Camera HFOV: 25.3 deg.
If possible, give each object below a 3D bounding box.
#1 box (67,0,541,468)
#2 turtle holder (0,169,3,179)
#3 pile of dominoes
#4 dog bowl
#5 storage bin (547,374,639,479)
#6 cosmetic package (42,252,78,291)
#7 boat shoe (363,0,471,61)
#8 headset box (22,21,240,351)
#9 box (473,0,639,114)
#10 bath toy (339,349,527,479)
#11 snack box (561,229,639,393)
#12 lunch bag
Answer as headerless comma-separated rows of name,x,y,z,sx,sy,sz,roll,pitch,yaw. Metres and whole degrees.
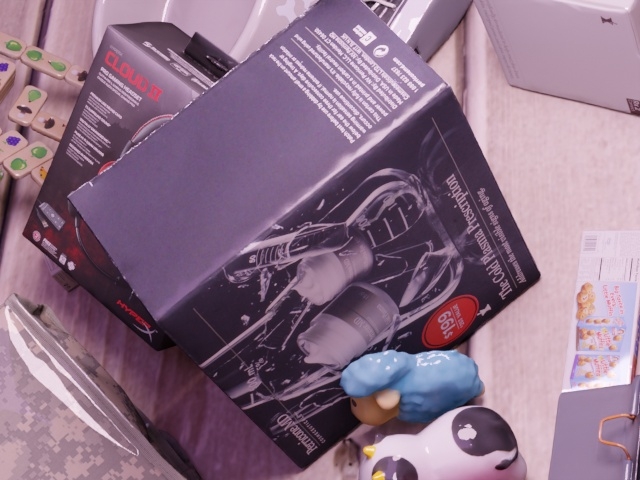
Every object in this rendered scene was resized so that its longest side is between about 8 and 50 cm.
box,0.000,0.000,1.328,0.312,0.343,0.179,-38,53,-2
turtle holder,-0.567,-0.105,1.716,0.243,0.227,0.320,-45,53,-6
pile of dominoes,-0.333,-0.158,1.654,0.251,0.040,0.196,23,49,0
dog bowl,-0.127,-0.268,1.610,0.349,0.102,0.348,-16,66,39
storage bin,0.253,0.188,1.261,0.091,0.098,0.135,-7,57,32
cosmetic package,-0.259,0.000,1.630,0.115,0.041,0.060,-31,53,4
boat shoe,0.071,-0.235,1.587,0.105,0.113,0.306,33,86,21
headset box,-0.155,-0.071,1.468,0.218,0.110,0.293,38,116,22
box,0.271,-0.237,1.455,0.182,0.181,0.119,18,68,31
bath toy,0.125,0.254,1.246,0.151,0.129,0.348,-35,52,15
snack box,0.273,0.071,1.362,0.064,0.022,0.178,0,60,23
lunch bag,-0.277,0.233,1.408,0.235,0.169,0.287,-43,81,-3
